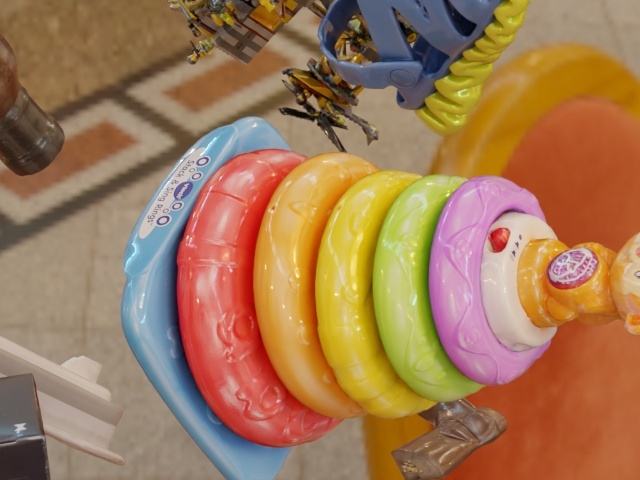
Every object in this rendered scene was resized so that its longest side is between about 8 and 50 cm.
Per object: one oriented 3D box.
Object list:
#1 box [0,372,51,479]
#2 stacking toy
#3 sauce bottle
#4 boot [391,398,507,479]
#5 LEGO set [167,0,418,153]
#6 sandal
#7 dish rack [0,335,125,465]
[{"bbox_3d":[-0.256,0.187,1.194,0.156,0.158,0.093,-8,26,-9],"label":"box"},{"bbox_3d":[0.062,0.026,0.909,0.301,0.166,0.175,-3,42,36],"label":"stacking toy"},{"bbox_3d":[-0.372,-0.193,1.740,0.111,0.344,0.111,-20,46,22],"label":"sauce bottle"},{"bbox_3d":[0.089,0.168,1.532,0.106,0.037,0.114,12,29,38],"label":"boot"},{"bbox_3d":[-0.074,-0.226,1.597,0.331,0.192,0.255,53,17,30],"label":"LEGO set"},{"bbox_3d":[0.084,-0.193,1.361,0.138,0.317,0.126,17,57,-5],"label":"sandal"},{"bbox_3d":[-0.326,0.074,1.412,0.332,0.285,0.072,13,77,39],"label":"dish rack"}]
